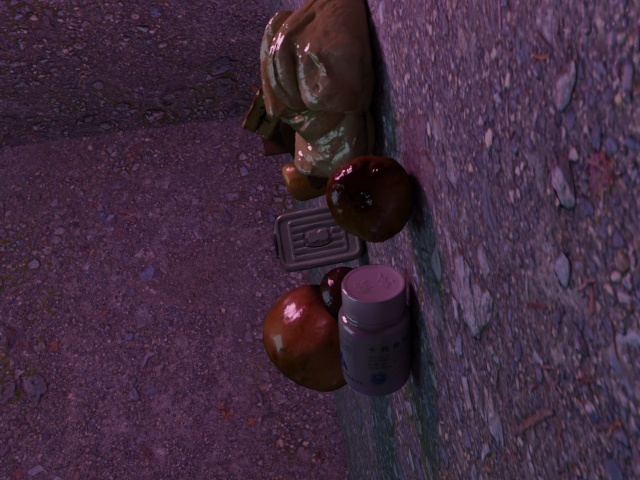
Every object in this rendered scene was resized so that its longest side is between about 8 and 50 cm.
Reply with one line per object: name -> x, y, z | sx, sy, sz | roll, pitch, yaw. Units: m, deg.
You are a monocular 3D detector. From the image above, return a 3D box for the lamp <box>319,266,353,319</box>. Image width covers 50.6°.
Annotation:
lamp -> 0.078, 0.137, 1.789 | 0.157, 0.156, 0.135 | 50, 127, 5

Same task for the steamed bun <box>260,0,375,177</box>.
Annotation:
steamed bun -> -0.006, -0.331, 1.446 | 0.324, 0.231, 0.372 | -109, 14, -46

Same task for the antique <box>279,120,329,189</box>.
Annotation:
antique -> 0.009, -0.234, 1.706 | 0.121, 0.143, 0.256 | 6, 135, 50

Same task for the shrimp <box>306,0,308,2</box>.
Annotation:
shrimp -> -0.018, -0.590, 1.974 | 0.222, 0.054, 0.290 | 109, 155, -76

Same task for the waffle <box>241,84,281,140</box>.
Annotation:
waffle -> -0.074, -0.422, 1.716 | 0.307, 0.091, 0.213 | -63, 8, -22

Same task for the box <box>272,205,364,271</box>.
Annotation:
box -> 0.000, 0.000, 1.869 | 0.135, 0.244, 0.163 | 55, -157, -77

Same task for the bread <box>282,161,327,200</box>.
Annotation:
bread -> -0.024, -0.185, 2.031 | 0.085, 0.173, 0.134 | -93, -20, -54

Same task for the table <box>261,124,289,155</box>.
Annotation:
table -> -0.062, -0.323, 1.960 | 0.167, 0.227, 0.166 | 171, 90, -84

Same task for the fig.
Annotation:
fig -> 0.107, -0.070, 1.269 | 0.257, 0.159, 0.159 | 20, -121, -74

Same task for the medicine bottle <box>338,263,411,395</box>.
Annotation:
medicine bottle -> 0.112, 0.186, 1.398 | 0.152, 0.152, 0.254 | -107, 9, -54

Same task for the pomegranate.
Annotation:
pomegranate -> 0.002, 0.266, 1.953 | 0.338, 0.339, 0.337 | 171, 90, -84
